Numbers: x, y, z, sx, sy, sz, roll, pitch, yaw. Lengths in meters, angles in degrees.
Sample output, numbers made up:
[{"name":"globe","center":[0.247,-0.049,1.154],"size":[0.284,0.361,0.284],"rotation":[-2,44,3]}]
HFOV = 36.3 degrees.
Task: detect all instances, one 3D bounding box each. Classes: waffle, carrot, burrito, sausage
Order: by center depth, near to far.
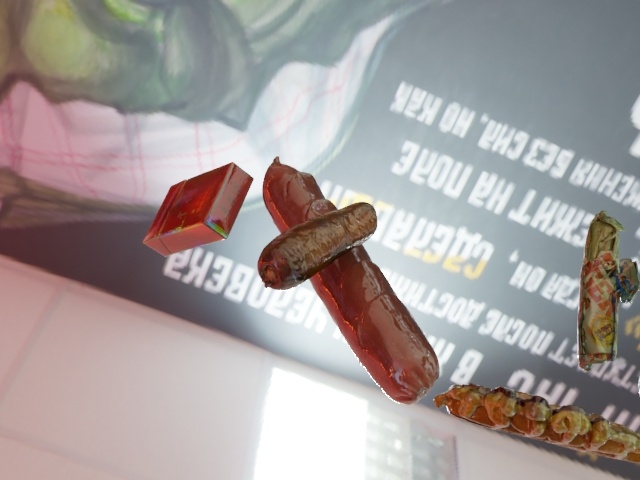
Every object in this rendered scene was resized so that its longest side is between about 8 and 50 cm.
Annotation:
[{"name":"carrot","center":[0.000,0.000,1.077],"size":[0.060,0.060,0.186],"rotation":[36,-139,21]},{"name":"sausage","center":[0.023,0.035,1.164],"size":[0.088,0.088,0.433],"rotation":[5,-144,-33]},{"name":"waffle","center":[0.324,0.263,1.402],"size":[0.300,0.058,0.281],"rotation":[18,171,-18]},{"name":"burrito","center":[0.511,0.089,1.724],"size":[0.104,0.288,0.054],"rotation":[-1,166,28]}]

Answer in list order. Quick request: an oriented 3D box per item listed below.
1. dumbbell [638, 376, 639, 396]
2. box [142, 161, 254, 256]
[{"name":"dumbbell","center":[0.385,0.008,0.819],"size":[0.179,0.406,0.179],"rotation":[7,-168,-1]},{"name":"box","center":[-0.183,-0.045,1.443],"size":[0.048,0.175,0.112],"rotation":[37,-122,-28]}]
